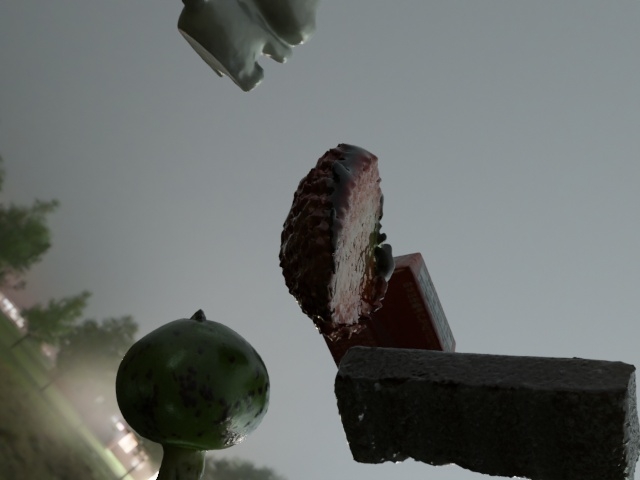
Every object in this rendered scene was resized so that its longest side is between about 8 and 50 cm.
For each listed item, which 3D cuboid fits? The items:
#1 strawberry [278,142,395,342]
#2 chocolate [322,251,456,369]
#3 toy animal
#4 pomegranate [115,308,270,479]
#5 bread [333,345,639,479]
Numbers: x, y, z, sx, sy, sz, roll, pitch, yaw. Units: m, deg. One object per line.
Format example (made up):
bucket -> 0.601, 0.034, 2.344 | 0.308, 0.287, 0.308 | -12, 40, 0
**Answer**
strawberry -> 0.000, 0.000, 1.187 | 0.306, 0.137, 0.233 | -32, 120, -70
chocolate -> 0.120, 0.149, 1.769 | 0.234, 0.108, 0.237 | -13, -72, 33
toy animal -> -0.110, -0.490, 1.899 | 0.196, 0.367, 0.241 | 42, -14, 47
pomegranate -> -0.176, 0.224, 1.285 | 0.211, 0.263, 0.211 | 7, -9, 1
bread -> 0.221, 0.238, 1.292 | 0.416, 0.113, 0.165 | -2, -60, 30
